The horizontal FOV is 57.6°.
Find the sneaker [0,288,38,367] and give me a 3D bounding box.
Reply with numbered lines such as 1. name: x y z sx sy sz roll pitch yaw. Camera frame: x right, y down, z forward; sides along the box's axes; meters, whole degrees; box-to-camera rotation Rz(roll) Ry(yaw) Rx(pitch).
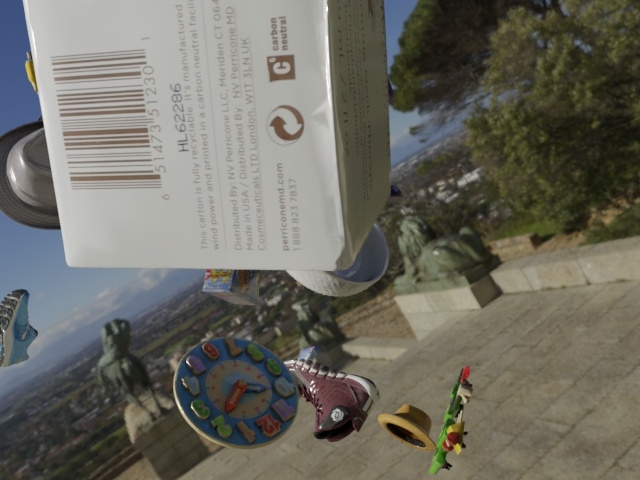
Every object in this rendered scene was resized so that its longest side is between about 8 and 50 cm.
1. sneaker: -0.622 0.178 1.201 0.063 0.162 0.073 16 6 38

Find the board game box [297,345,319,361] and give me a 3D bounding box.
1. board game box: -0.050 0.364 1.752 0.090 0.020 0.090 -34 19 55

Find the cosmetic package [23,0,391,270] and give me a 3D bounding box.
1. cosmetic package: -0.095 -0.170 0.751 0.328 0.329 0.393 -1 15 13

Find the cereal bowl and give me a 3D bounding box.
1. cereal bowl: 0.000 0.000 1.440 0.141 0.339 0.339 -44 -5 37

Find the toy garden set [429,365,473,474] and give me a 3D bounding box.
1. toy garden set: 0.329 0.420 1.383 0.203 0.049 0.244 90 -158 -56

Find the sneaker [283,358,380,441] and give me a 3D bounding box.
1. sneaker: -0.011 0.386 1.391 0.282 0.106 0.162 5 49 31

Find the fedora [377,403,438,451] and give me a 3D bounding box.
1. fedora: 0.256 0.520 1.644 0.194 0.194 0.079 -25 30 58

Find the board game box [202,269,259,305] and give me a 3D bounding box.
1. board game box: -0.169 0.041 1.129 0.060 0.194 0.194 1 1 7

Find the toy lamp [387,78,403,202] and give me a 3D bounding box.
1. toy lamp: 0.124 -0.217 1.199 0.080 0.274 0.080 -6 -6 -1

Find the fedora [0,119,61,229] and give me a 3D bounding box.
1. fedora: -0.506 -0.152 1.155 0.276 0.243 0.124 -8 -15 -35

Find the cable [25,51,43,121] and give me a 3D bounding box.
1. cable: -0.777 -0.383 1.647 0.072 0.287 0.139 -11 -18 3

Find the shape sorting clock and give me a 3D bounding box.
1. shape sorting clock: -0.130 0.236 0.930 0.206 0.206 0.040 -35 -18 -51
